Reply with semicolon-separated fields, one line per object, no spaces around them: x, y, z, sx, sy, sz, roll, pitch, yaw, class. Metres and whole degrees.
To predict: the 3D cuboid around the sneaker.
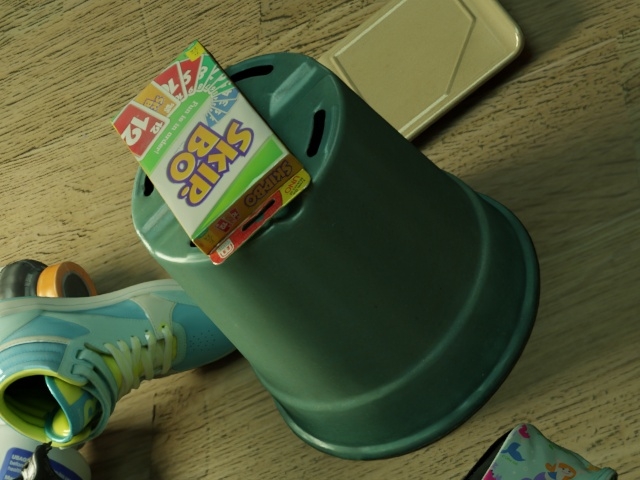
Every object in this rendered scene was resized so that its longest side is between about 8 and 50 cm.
-0.220;0.145;1.967;0.319;0.127;0.208;-7;28;-11;sneaker

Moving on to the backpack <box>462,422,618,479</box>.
0.174;0.298;1.562;0.191;0.225;0.253;23;64;20;backpack

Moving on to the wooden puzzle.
0.118;-0.216;2.144;0.238;0.044;0.221;-42;42;11;wooden puzzle

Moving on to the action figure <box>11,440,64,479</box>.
-0.213;0.330;1.884;0.164;0.275;0.141;-50;-3;35;action figure

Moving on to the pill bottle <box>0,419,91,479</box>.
-0.348;0.303;2.019;0.152;0.152;0.272;-7;54;35;pill bottle

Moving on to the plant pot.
0.000;0.000;1.847;0.341;0.334;0.341;-22;46;24;plant pot

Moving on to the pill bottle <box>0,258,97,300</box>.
-0.398;0.102;2.232;0.245;0.130;0.130;-19;48;26;pill bottle

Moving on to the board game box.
-0.110;-0.088;1.731;0.124;0.039;0.259;-43;45;4;board game box
